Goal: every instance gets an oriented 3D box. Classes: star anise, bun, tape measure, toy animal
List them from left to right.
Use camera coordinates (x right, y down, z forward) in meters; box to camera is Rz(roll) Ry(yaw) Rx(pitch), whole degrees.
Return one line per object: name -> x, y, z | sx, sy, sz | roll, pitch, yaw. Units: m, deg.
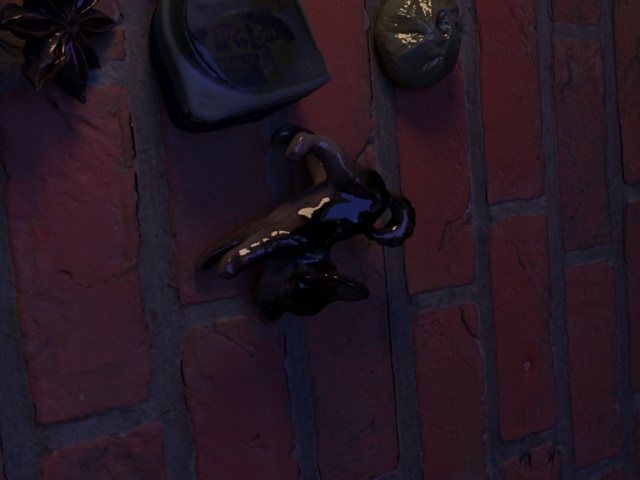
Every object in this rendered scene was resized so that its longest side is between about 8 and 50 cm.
star anise -> -0.367, -0.325, 0.903 | 0.230, 0.081, 0.262 | -36, 138, -58
tape measure -> -0.139, -0.323, 1.047 | 0.259, 0.138, 0.262 | -24, 103, -29
toy animal -> 0.000, 0.000, 1.104 | 0.302, 0.194, 0.344 | 34, 80, -21
bun -> 0.200, -0.397, 1.253 | 0.195, 0.118, 0.195 | -3, 96, -31
